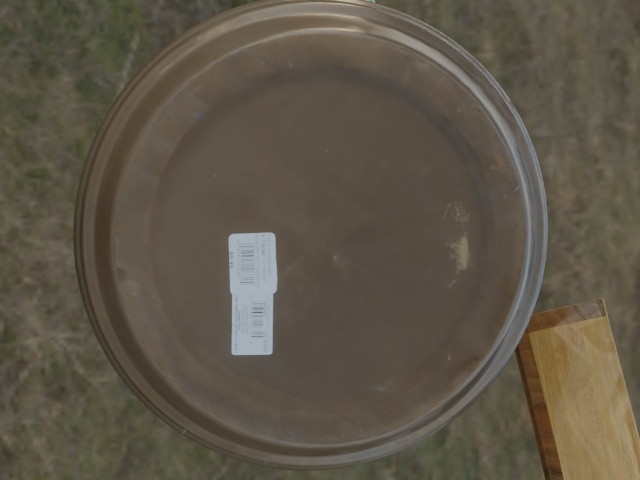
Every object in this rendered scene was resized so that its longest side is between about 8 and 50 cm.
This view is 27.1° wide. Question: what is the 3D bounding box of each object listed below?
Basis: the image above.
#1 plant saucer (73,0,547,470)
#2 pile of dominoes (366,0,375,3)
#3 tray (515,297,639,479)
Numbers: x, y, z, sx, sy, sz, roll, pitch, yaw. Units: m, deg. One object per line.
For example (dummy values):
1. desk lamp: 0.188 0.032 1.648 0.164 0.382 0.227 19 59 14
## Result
1. plant saucer: 0.000 0.000 0.753 0.041 0.278 0.277 -139 -138 -79
2. pile of dominoes: 0.083 -0.109 1.128 0.196 0.040 0.251 12 59 -65
3. tray: 0.229 0.198 1.102 0.411 0.076 0.202 53 24 -70
